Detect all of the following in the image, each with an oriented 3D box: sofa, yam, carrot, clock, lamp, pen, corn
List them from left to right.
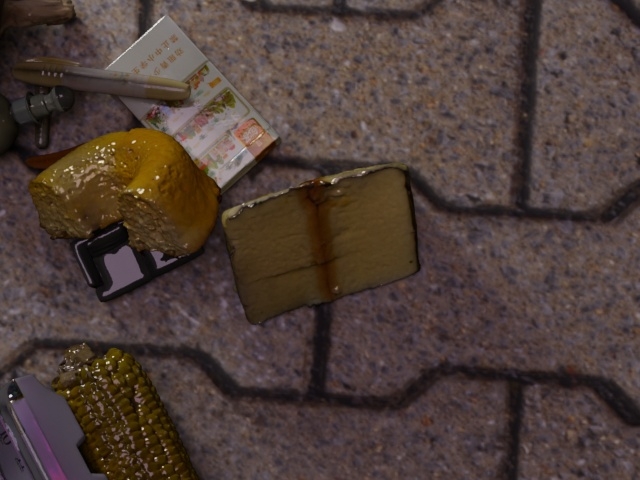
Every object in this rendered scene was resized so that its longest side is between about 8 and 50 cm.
[{"bbox_3d":[-0.384,-0.158,1.494,0.163,0.091,0.091,-16,82,4],"label":"lamp"},{"bbox_3d":[-0.340,0.294,1.395,0.186,0.083,0.253,-35,80,35],"label":"clock"},{"bbox_3d":[-0.358,-0.174,1.534,0.021,0.021,0.116,-1,81,2],"label":"yam"},{"bbox_3d":[-0.309,-0.107,1.518,0.142,0.035,0.035,-9,82,4],"label":"carrot"},{"bbox_3d":[-0.276,-0.204,1.504,0.233,0.032,0.040,7,62,7],"label":"pen"},{"bbox_3d":[-0.228,0.009,1.485,0.147,0.060,0.085,-26,83,-1],"label":"sofa"},{"bbox_3d":[-0.218,0.264,1.424,0.119,0.119,0.322,-27,82,-1],"label":"corn"}]

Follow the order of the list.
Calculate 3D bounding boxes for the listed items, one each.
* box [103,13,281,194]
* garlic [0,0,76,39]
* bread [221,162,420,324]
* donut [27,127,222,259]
[{"bbox_3d":[-0.166,-0.170,1.520,0.122,0.032,0.220,-42,82,-4],"label":"box"},{"bbox_3d":[-0.424,-0.291,1.480,0.253,0.245,0.245,6,81,-30],"label":"garlic"},{"bbox_3d":[0.000,0.000,1.418,0.240,0.178,0.135,-16,81,-2],"label":"bread"},{"bbox_3d":[-0.223,-0.068,1.435,0.259,0.101,0.152,5,44,38],"label":"donut"}]
